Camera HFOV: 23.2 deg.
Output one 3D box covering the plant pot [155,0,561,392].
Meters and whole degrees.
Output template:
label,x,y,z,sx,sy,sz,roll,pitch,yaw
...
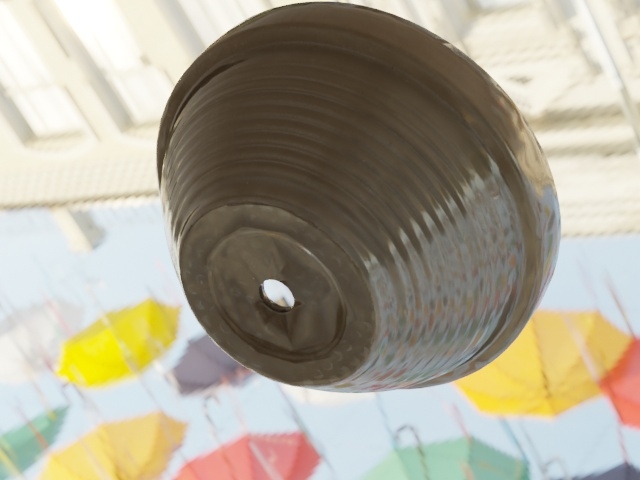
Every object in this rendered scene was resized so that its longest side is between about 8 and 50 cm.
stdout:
label,x,y,z,sx,sy,sz,roll,pitch,yaw
plant pot,0.000,0.000,0.838,0.237,0.237,0.110,-11,-156,35
